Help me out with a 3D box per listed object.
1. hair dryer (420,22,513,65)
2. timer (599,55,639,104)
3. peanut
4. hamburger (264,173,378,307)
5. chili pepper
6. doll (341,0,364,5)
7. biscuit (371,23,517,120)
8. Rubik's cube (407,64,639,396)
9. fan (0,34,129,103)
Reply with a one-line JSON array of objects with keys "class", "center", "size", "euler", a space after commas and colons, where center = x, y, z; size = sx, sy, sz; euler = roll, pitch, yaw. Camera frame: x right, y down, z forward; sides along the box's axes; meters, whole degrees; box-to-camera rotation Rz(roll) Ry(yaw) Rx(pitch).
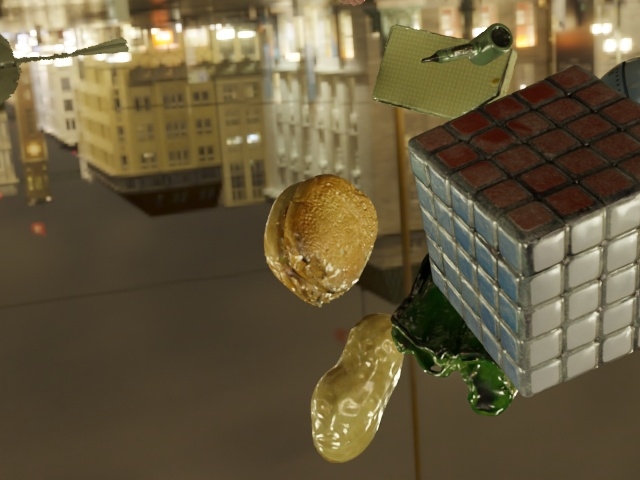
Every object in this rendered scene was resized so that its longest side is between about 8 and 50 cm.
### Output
[{"class": "hair dryer", "center": [0.212, -0.281, 1.443], "size": [0.150, 0.047, 0.071], "euler": [-20, 176, -24]}, {"class": "timer", "center": [0.455, -0.155, 1.181], "size": [0.256, 0.175, 0.175], "euler": [-6, -168, 10]}, {"class": "peanut", "center": [0.068, 0.288, 1.881], "size": [0.148, 0.318, 0.147], "euler": [22, -170, -4]}, {"class": "hamburger", "center": [0.000, 0.000, 2.346], "size": [0.170, 0.290, 0.314], "euler": [-12, -136, 47]}, {"class": "chili pepper", "center": [0.230, 0.138, 1.526], "size": [0.213, 0.167, 0.385], "euler": [-15, -156, 15]}, {"class": "doll", "center": [0.100, -0.430, 1.386], "size": [0.211, 0.093, 0.262], "euler": [-14, -141, 55]}, {"class": "biscuit", "center": [0.221, -0.296, 1.725], "size": [0.252, 0.150, 0.052], "euler": [19, -170, 33]}, {"class": "Rubik's cube", "center": [0.259, -0.013, 1.058], "size": [0.238, 0.236, 0.237], "euler": [-22, -139, -11]}, {"class": "fan", "center": [-0.509, -0.277, 1.526], "size": [0.415, 0.233, 0.012], "euler": [-10, 151, -17]}]
